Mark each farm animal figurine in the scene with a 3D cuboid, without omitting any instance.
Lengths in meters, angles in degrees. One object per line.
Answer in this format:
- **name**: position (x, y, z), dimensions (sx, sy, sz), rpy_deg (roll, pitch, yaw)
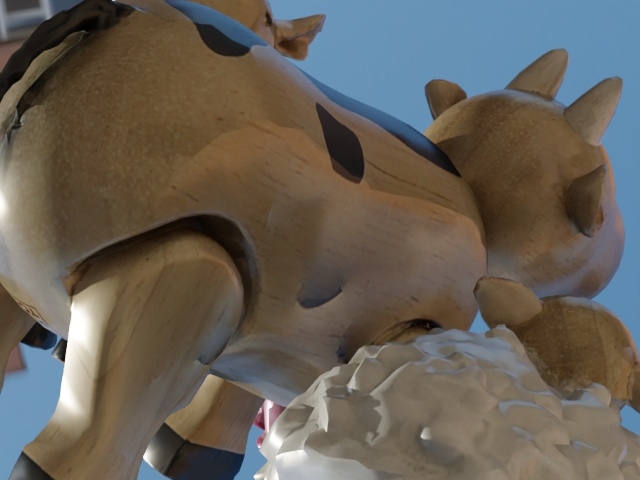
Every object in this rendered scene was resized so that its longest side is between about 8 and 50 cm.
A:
- **farm animal figurine**: position (0.000, 0.000, 0.604), dimensions (0.330, 0.326, 0.172), rpy_deg (28, -85, 28)
